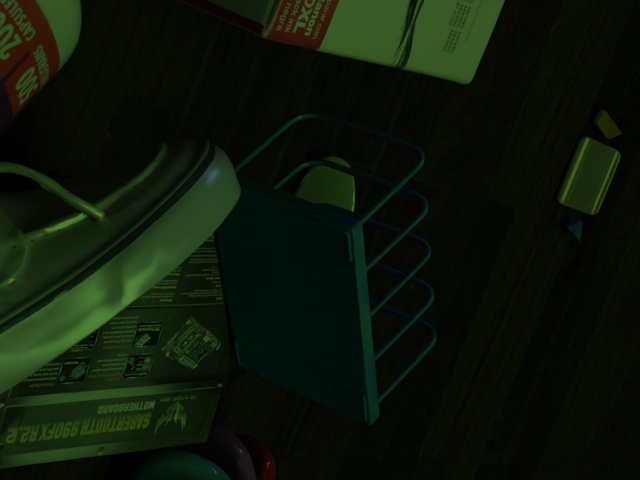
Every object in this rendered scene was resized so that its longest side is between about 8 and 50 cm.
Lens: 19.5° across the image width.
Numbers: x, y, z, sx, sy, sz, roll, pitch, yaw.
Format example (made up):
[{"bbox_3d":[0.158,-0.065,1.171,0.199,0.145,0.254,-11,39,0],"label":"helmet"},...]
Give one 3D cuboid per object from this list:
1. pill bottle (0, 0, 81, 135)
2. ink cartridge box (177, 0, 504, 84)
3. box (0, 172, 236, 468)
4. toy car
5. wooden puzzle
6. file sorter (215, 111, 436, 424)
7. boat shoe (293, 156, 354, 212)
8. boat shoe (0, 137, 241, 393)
[{"bbox_3d":[-0.273,-0.047,0.879,0.323,0.181,0.181,-52,145,-19],"label":"pill bottle"},{"bbox_3d":[-0.012,-0.180,1.165,0.237,0.172,0.100,5,109,-55],"label":"ink cartridge box"},{"bbox_3d":[-0.142,0.052,1.241,0.231,0.056,0.183,0,111,-54],"label":"box"},{"bbox_3d":[-0.077,0.203,1.374,0.182,0.159,0.136,22,58,-56],"label":"toy car"},{"bbox_3d":[0.252,-0.062,1.756,0.078,0.014,0.116,27,88,-53],"label":"wooden puzzle"},{"bbox_3d":[0.010,0.015,1.273,0.104,0.118,0.170,-42,140,-37],"label":"file sorter"},{"bbox_3d":[-0.002,0.000,1.418,0.042,0.049,0.133,-42,143,-78],"label":"boat shoe"},{"bbox_3d":[-0.222,0.009,1.029,0.367,0.136,0.156,-33,105,-16],"label":"boat shoe"}]
